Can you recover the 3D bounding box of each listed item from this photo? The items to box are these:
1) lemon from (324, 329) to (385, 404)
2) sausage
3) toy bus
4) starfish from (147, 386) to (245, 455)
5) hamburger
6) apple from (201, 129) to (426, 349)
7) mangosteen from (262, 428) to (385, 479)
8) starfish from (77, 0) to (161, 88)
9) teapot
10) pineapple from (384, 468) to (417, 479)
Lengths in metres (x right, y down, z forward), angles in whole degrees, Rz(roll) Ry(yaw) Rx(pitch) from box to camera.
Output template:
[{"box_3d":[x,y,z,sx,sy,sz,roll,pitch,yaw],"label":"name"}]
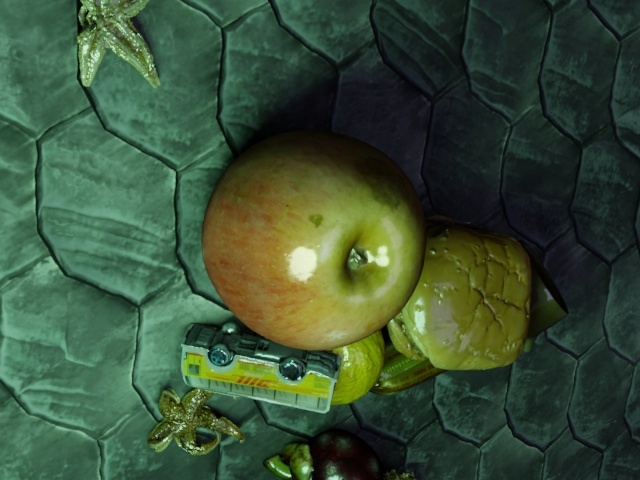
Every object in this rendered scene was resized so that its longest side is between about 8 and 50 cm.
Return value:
[{"box_3d":[0.029,0.204,1.828,0.180,0.180,0.193,-51,160,-8],"label":"lemon"},{"box_3d":[0.170,0.232,1.976,0.317,0.125,0.117,-24,112,-26],"label":"sausage"},{"box_3d":[-0.102,0.213,1.710,0.268,0.092,0.106,11,114,3],"label":"toy bus"},{"box_3d":[-0.208,0.308,1.763,0.190,0.074,0.146,16,99,-39],"label":"starfish"},{"box_3d":[0.253,0.096,1.865,0.318,0.158,0.319,4,83,-34],"label":"hamburger"},{"box_3d":[0.000,0.000,1.624,0.364,0.364,0.364,-14,116,-32],"label":"apple"},{"box_3d":[0.006,0.447,1.916,0.230,0.194,0.194,7,105,-11],"label":"mangosteen"},{"box_3d":[-0.288,-0.337,1.466,0.138,0.050,0.247,-11,117,-35],"label":"starfish"},{"box_3d":[0.376,0.106,2.060,0.175,0.185,0.268,-33,96,13],"label":"teapot"},{"box_3d":[0.109,0.540,2.071,0.161,0.137,0.176,16,95,-83],"label":"pineapple"}]
